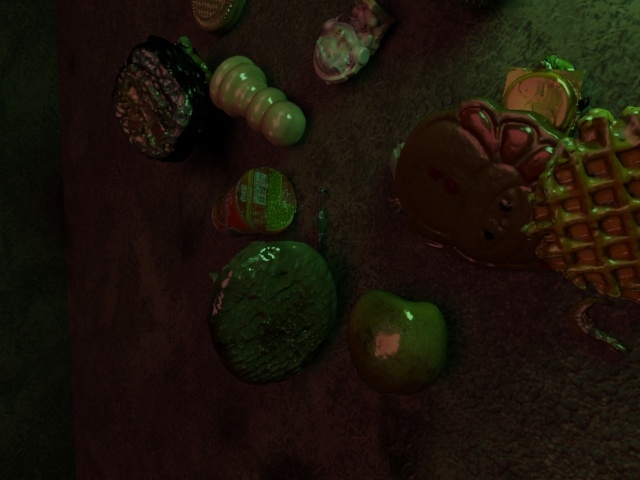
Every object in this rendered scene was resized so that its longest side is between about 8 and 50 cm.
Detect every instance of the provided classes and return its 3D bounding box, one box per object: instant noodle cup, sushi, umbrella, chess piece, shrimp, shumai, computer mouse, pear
[{"bbox_3d":[-0.202,-0.089,1.464,0.212,0.193,0.192,-16,80,52],"label":"instant noodle cup"},{"bbox_3d":[-0.440,-0.433,1.613,0.328,0.285,0.328,47,128,6],"label":"sushi"},{"bbox_3d":[-0.005,-0.001,1.370,0.044,0.044,0.268,-168,81,-72],"label":"umbrella"},{"bbox_3d":[-0.158,-0.372,1.439,0.300,0.167,0.167,41,117,26],"label":"chess piece"},{"bbox_3d":[0.506,0.149,0.926,0.114,0.023,0.083,40,114,38],"label":"shrimp"},{"bbox_3d":[-0.156,0.140,1.340,0.323,0.324,0.397,43,148,54],"label":"shumai"},{"bbox_3d":[0.207,-0.149,1.167,0.089,0.056,0.181,-37,67,32],"label":"computer mouse"},{"bbox_3d":[0.158,0.223,1.125,0.229,0.188,0.211,12,87,41],"label":"pear"}]

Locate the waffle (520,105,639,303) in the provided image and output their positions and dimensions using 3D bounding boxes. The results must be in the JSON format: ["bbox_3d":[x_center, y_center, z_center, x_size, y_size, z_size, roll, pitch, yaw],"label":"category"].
[{"bbox_3d":[0.496,-0.051,0.820,0.302,0.068,0.324,27,122,8],"label":"waffle"}]

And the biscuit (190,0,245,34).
[{"bbox_3d":[-0.318,-0.765,1.606,0.259,0.079,0.258,1,91,42],"label":"biscuit"}]

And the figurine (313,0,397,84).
[{"bbox_3d":[0.062,-0.475,1.230,0.237,0.141,0.162,-45,58,34],"label":"figurine"}]

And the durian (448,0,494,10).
[{"bbox_3d":[0.301,-0.592,0.958,0.291,0.291,0.224,-2,49,42],"label":"durian"}]

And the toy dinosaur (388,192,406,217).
[{"bbox_3d":[0.184,-0.079,1.204,0.041,0.026,0.113,-17,70,23],"label":"toy dinosaur"}]

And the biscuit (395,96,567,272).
[{"bbox_3d":[0.316,-0.089,0.997,0.381,0.074,0.358,42,138,22],"label":"biscuit"}]

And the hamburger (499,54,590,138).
[{"bbox_3d":[0.407,-0.241,0.958,0.164,0.093,0.189,33,114,34],"label":"hamburger"}]
